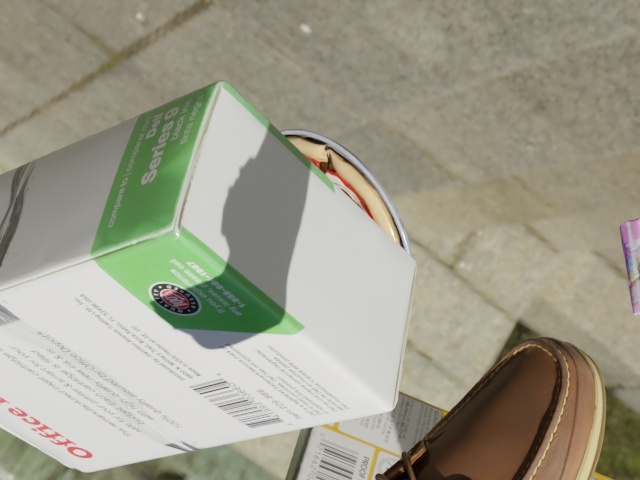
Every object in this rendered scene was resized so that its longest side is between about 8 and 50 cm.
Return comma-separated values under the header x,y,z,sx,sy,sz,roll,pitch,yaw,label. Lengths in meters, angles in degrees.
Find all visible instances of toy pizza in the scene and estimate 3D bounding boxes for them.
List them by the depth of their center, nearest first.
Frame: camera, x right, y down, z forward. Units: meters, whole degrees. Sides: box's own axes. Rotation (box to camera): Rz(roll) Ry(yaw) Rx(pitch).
x,y,z,sx,sy,sz,roll,pitch,yaw,label
0.000,0.000,1.140,0.201,0.032,0.201,31,137,35,toy pizza

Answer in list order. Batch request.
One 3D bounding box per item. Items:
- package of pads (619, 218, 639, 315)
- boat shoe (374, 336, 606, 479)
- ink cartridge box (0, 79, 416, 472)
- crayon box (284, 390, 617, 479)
x,y,z,sx,sy,sz,roll,pitch,yaw,label
0.288,0.023,1.130,0.050,0.083,0.032,1,166,-34,package of pads
0.048,0.113,0.519,0.060,0.178,0.064,31,-176,-38,boat shoe
-0.117,0.040,0.863,0.289,0.121,0.211,-17,137,35,ink cartridge box
0.124,0.272,1.281,0.323,0.203,0.083,22,132,-2,crayon box
